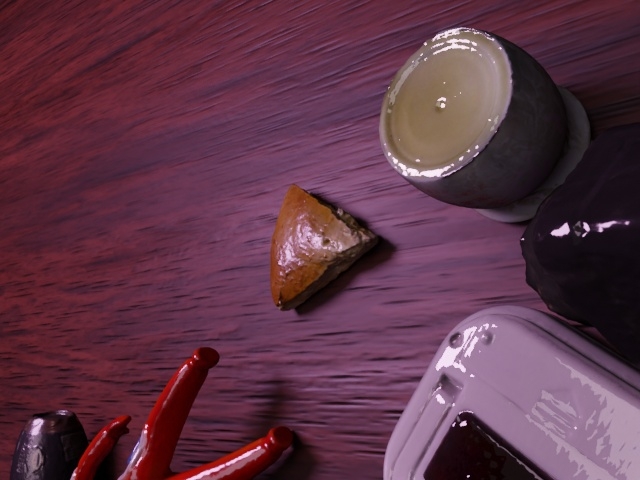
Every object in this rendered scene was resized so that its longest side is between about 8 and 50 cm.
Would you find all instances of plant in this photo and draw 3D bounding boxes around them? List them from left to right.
[{"bbox_3d":[0.241,0.005,0.476,0.142,0.164,0.256,-49,7,-18],"label":"plant"}]

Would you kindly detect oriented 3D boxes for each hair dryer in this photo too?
[{"bbox_3d":[-0.274,0.385,0.900,0.360,0.120,0.303,-5,83,31],"label":"hair dryer"}]

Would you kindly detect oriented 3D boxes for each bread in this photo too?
[{"bbox_3d":[-0.015,-0.011,0.802,0.154,0.054,0.135,-34,55,26],"label":"bread"}]

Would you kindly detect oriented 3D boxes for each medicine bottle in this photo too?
[{"bbox_3d":[0.148,-0.098,0.622,0.147,0.143,0.147,-18,64,41],"label":"medicine bottle"}]

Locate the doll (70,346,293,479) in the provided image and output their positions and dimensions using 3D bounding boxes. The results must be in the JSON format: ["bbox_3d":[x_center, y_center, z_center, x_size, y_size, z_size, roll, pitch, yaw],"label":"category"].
[{"bbox_3d":[-0.211,0.307,0.798,0.384,0.099,0.188,-44,79,6],"label":"doll"}]

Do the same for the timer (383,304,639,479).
[{"bbox_3d":[0.175,0.192,0.556,0.262,0.087,0.237,36,102,41],"label":"timer"}]
